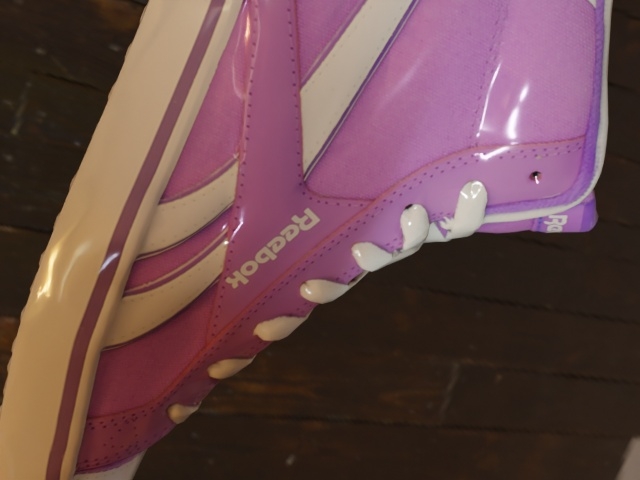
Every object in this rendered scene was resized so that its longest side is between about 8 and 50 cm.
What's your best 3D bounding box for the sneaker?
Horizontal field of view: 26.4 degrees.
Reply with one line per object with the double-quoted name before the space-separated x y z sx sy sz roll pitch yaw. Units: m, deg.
"sneaker" 0.000 0.000 0.444 0.161 0.102 0.282 24 110 -6
